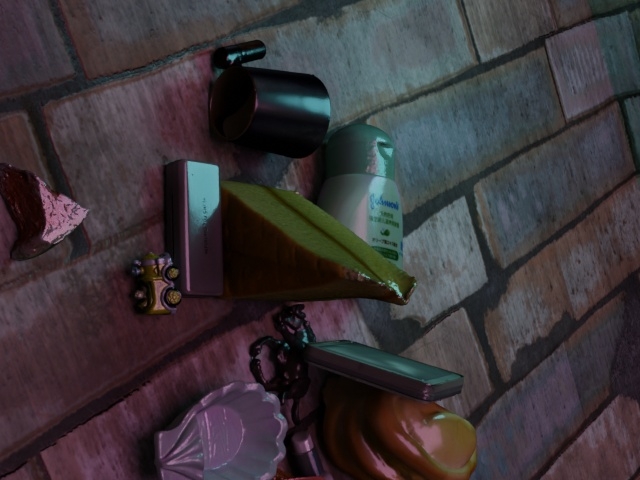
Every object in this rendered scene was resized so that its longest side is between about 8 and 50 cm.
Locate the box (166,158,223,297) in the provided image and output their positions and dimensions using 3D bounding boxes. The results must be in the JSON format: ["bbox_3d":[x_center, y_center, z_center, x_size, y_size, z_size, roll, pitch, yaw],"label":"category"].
[{"bbox_3d":[-0.225,-0.020,1.968,0.103,0.055,0.244,6,78,-48],"label":"box"}]

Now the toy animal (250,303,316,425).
[{"bbox_3d":[-0.056,0.233,2.093,0.148,0.084,0.233,12,71,-48],"label":"toy animal"}]

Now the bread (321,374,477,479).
[{"bbox_3d":[0.163,0.406,2.182,0.315,0.270,0.212,29,79,-38],"label":"bread"}]

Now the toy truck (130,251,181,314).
[{"bbox_3d":[-0.286,0.075,1.879,0.076,0.076,0.111,-5,86,-28],"label":"toy truck"}]

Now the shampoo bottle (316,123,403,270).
[{"bbox_3d":[0.080,-0.067,2.246,0.221,0.151,0.350,13,73,-44],"label":"shampoo bottle"}]

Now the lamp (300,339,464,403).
[{"bbox_3d":[0.124,0.246,2.110,0.269,0.266,0.047,10,97,-69],"label":"lamp"}]

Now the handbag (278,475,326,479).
[{"bbox_3d":[-0.066,0.517,2.000,0.212,0.059,0.158,1,94,-33],"label":"handbag"}]

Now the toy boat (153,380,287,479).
[{"bbox_3d":[-0.185,0.351,1.915,0.290,0.100,0.200,-6,87,-49],"label":"toy boat"}]

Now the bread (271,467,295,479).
[{"bbox_3d":[-0.096,0.441,2.039,0.157,0.044,0.052,38,51,-39],"label":"bread"}]

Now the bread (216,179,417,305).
[{"bbox_3d":[0.000,0.000,1.989,0.233,0.361,0.245,7,80,-47],"label":"bread"}]

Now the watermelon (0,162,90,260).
[{"bbox_3d":[-0.430,-0.061,1.722,0.121,0.097,0.158,-20,94,-48],"label":"watermelon"}]

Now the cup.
[{"bbox_3d":[-0.120,-0.266,2.096,0.177,0.239,0.166,4,122,-42],"label":"cup"}]

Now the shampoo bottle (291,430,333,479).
[{"bbox_3d":[-0.011,0.463,2.107,0.074,0.074,0.192,-26,104,-47],"label":"shampoo bottle"}]
